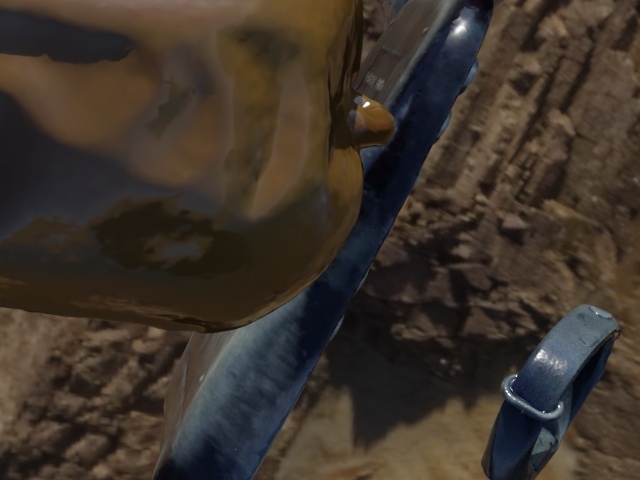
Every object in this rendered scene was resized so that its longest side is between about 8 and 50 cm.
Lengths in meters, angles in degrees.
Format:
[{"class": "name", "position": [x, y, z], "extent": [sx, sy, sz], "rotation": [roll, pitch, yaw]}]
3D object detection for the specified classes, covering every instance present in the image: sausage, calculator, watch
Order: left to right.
[{"class": "sausage", "position": [-0.094, -0.054, 0.354], "extent": [0.120, 0.241, 0.136], "rotation": [-113, 44, -63]}, {"class": "calculator", "position": [0.000, 0.000, 0.552], "extent": [0.040, 0.177, 0.268], "rotation": [31, 96, -9]}, {"class": "watch", "position": [0.245, 0.167, 1.401], "extent": [0.068, 0.206, 0.193], "rotation": [30, 110, 20]}]

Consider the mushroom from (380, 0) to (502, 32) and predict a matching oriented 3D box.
[{"class": "mushroom", "position": [0.136, -0.248, 1.319], "extent": [0.122, 0.329, 0.159], "rotation": [-14, 82, -13]}]
